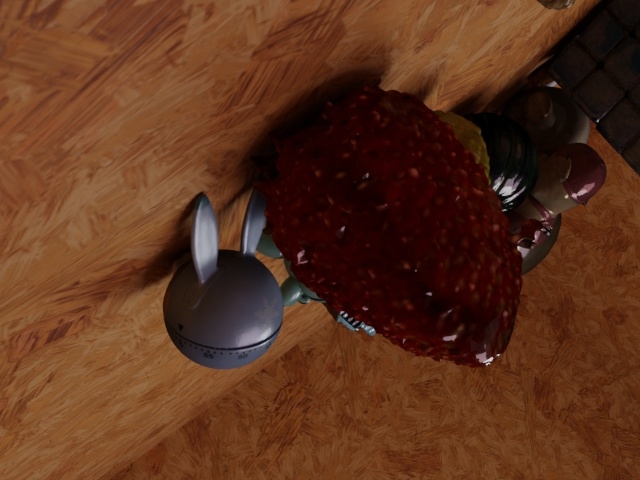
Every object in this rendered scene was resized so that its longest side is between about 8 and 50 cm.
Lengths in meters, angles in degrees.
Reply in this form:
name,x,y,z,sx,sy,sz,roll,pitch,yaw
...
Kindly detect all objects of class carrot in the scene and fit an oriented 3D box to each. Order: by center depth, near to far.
name,x,y,z,sx,sy,sz,roll,pitch,yaw
carrot,0.524,-0.380,1.620,0.161,0.055,0.055,-27,166,-22

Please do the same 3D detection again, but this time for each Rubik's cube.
name,x,y,z,sx,sy,sz,roll,pitch,yaw
Rubik's cube,0.739,-0.338,1.495,0.343,0.337,0.344,-4,144,-46

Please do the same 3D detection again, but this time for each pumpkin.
name,x,y,z,sx,sy,sz,roll,pitch,yaw
pumpkin,0.298,-0.150,1.446,0.250,0.216,0.250,-8,151,-4

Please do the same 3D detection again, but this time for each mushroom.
name,x,y,z,sx,sy,sz,roll,pitch,yaw
mushroom,0.487,-0.258,1.634,0.207,0.207,0.215,-40,153,8

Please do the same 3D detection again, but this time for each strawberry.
name,x,y,z,sx,sy,sz,roll,pitch,yaw
strawberry,0.107,-0.022,0.872,0.292,0.343,0.292,-48,160,-23

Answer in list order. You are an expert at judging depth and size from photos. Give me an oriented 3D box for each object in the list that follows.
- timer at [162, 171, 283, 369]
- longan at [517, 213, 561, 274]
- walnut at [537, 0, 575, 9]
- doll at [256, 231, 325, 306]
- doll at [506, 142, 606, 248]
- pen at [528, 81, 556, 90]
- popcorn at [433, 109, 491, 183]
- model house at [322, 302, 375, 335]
name,x,y,z,sx,sy,sz,roll,pitch,yaw
timer,-0.136,0.044,0.956,0.175,0.255,0.175,-10,-162,3
longan,0.438,-0.067,1.874,0.404,0.336,0.404,-45,167,-14
walnut,0.315,-0.341,0.947,0.096,0.082,0.079,-41,-157,57
doll,-0.030,0.027,1.129,0.159,0.158,0.059,-45,180,0
doll,0.479,-0.104,1.552,0.256,0.152,0.196,-44,177,29
pen,0.587,-0.409,1.757,0.269,0.033,0.033,-37,170,-6
popcorn,0.128,-0.088,1.124,0.206,0.251,0.237,-82,-177,-72
model house,0.076,0.042,1.560,0.261,0.226,0.241,-44,149,7
